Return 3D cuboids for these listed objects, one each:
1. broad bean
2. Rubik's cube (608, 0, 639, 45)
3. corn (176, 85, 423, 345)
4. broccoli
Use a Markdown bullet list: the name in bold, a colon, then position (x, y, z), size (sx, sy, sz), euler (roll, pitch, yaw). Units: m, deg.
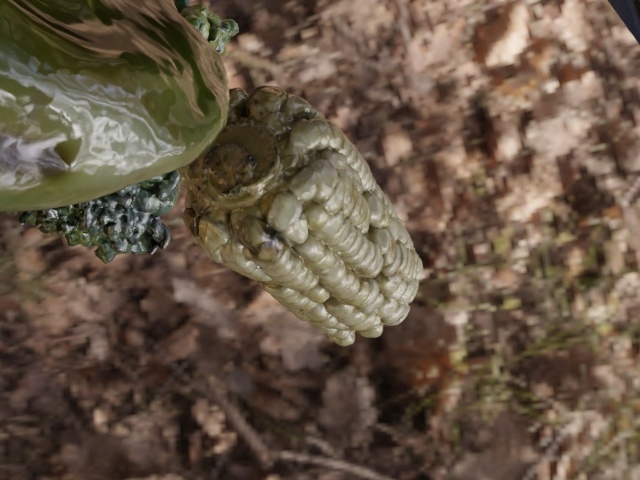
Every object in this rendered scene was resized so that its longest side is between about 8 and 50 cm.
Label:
- **broad bean**: position (-0.096, -0.073, 0.503), size (0.153, 0.072, 0.206), euler (49, 26, 6)
- **Rubik's cube**: position (0.187, -0.108, 0.678), size (0.234, 0.250, 0.284), euler (0, 118, -64)
- **corn**: position (0.000, 0.000, 0.809), size (0.211, 0.087, 0.087), euler (46, 51, -58)
- **broccoli**: position (-0.153, -0.119, 1.251), size (0.177, 0.198, 0.275), euler (31, 24, -12)
